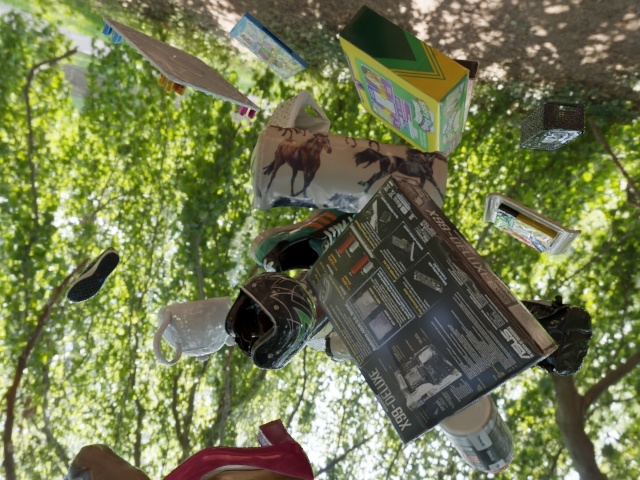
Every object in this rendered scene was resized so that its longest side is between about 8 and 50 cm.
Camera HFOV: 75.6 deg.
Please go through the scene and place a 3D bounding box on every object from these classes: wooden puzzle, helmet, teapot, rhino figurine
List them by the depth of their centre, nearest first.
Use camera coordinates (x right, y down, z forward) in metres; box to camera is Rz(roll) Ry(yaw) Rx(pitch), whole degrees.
[{"bbox_3d":[-0.341,0.440,0.720,0.243,0.107,0.073,19,-171,15],"label":"rhino figurine"},{"bbox_3d":[-0.089,0.142,0.782,0.169,0.162,0.169,25,-175,-2],"label":"helmet"},{"bbox_3d":[0.566,-0.035,1.139,0.238,0.044,0.221,30,175,25],"label":"wooden puzzle"},{"bbox_3d":[-0.384,0.284,1.293,0.255,0.187,0.252,-6,172,-20],"label":"teapot"}]

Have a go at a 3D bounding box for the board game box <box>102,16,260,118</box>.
[{"bbox_3d":[-0.444,-0.551,1.351,0.390,0.050,0.389,43,-158,22],"label":"board game box"}]

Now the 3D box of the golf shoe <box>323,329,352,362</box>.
[{"bbox_3d":[0.128,0.340,1.337,0.272,0.106,0.120,19,149,-40],"label":"golf shoe"}]

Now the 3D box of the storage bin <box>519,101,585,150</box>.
[{"bbox_3d":[0.716,-0.350,1.285,0.121,0.085,0.180,5,172,1],"label":"storage bin"}]

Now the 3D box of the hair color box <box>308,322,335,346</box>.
[{"bbox_3d":[0.042,0.334,1.624,0.105,0.174,0.347,30,157,-11],"label":"hair color box"}]

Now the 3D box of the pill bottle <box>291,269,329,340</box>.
[{"bbox_3d":[-0.049,0.192,1.220,0.176,0.177,0.318,21,-140,31],"label":"pill bottle"}]

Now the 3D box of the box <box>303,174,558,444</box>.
[{"bbox_3d":[0.133,0.097,0.611,0.076,0.242,0.308,0,-132,-48],"label":"box"}]

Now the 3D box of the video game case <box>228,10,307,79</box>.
[{"bbox_3d":[-0.120,-0.436,0.938,0.166,0.015,0.119,32,172,-27],"label":"video game case"}]

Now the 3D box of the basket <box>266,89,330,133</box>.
[{"bbox_3d":[-0.059,-0.252,0.974,0.103,0.168,0.113,-15,134,33],"label":"basket"}]

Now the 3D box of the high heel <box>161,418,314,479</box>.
[{"bbox_3d":[-0.131,0.376,0.631,0.243,0.082,0.117,-10,-144,-36],"label":"high heel"}]

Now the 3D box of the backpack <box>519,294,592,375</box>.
[{"bbox_3d":[0.459,0.193,0.862,0.115,0.152,0.182,23,175,-15],"label":"backpack"}]

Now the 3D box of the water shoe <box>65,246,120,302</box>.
[{"bbox_3d":[-0.713,0.110,1.306,0.073,0.203,0.080,49,170,-33],"label":"water shoe"}]

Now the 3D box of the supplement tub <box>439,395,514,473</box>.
[{"bbox_3d":[0.321,0.388,0.844,0.191,0.117,0.117,55,171,-28],"label":"supplement tub"}]

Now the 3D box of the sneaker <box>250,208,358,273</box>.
[{"bbox_3d":[0.000,0.000,0.930,0.301,0.108,0.121,-25,-144,-22],"label":"sneaker"}]

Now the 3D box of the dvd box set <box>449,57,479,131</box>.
[{"bbox_3d":[0.360,-0.493,1.416,0.307,0.062,0.420,13,177,15],"label":"dvd box set"}]

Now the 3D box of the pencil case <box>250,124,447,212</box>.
[{"bbox_3d":[0.062,-0.123,0.844,0.409,0.160,0.184,5,156,-13],"label":"pencil case"}]

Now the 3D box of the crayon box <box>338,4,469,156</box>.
[{"bbox_3d":[0.228,-0.392,1.096,0.313,0.106,0.363,42,-178,19],"label":"crayon box"}]
